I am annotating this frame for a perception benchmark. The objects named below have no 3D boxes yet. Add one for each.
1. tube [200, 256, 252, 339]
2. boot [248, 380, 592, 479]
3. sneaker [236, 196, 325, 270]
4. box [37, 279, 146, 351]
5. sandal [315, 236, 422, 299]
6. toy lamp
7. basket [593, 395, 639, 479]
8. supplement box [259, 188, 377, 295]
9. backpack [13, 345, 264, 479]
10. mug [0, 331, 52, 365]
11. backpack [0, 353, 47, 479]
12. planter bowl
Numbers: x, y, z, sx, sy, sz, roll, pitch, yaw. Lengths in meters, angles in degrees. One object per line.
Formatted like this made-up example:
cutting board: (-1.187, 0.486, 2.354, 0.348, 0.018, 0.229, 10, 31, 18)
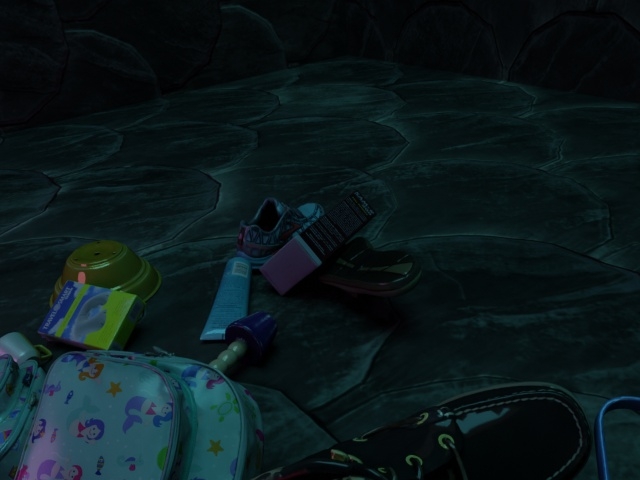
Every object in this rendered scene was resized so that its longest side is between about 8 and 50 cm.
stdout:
tube: (-0.162, 0.109, 1.117, 0.080, 0.052, 0.207, -7, 32, 6)
boot: (0.070, 0.226, 0.536, 0.377, 0.138, 0.284, -19, -17, 9)
sneaker: (-0.074, -0.038, 1.294, 0.104, 0.125, 0.262, 15, 33, 32)
box: (-0.405, 0.133, 1.065, 0.178, 0.042, 0.109, 8, 60, 22)
sandal: (0.083, 0.068, 1.102, 0.120, 0.086, 0.302, -38, 21, -13)
toy lamp: (-0.158, 0.196, 0.912, 0.080, 0.080, 0.274, 11, 33, 28)
basket: (0.360, 0.282, 0.499, 0.254, 0.201, 0.289, 6, 60, 18)
supplement box: (0.000, 0.000, 1.201, 0.130, 0.073, 0.239, -40, 0, 42)
backpack: (-0.197, 0.237, 0.690, 0.253, 0.191, 0.225, 6, 66, 7)
mug: (-0.487, 0.187, 1.002, 0.064, 0.062, 0.078, 23, 44, 29)
backpack: (-0.416, 0.250, 0.765, 0.165, 0.144, 0.188, -29, 37, -2)
planter bowl: (-0.431, 0.060, 1.203, 0.217, 0.090, 0.217, -3, 28, 2)
